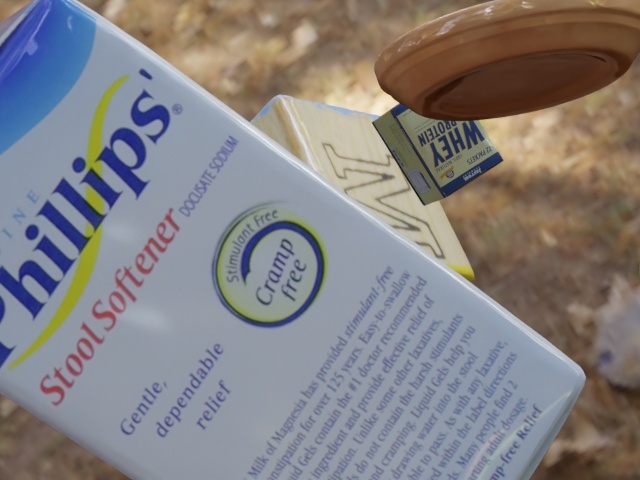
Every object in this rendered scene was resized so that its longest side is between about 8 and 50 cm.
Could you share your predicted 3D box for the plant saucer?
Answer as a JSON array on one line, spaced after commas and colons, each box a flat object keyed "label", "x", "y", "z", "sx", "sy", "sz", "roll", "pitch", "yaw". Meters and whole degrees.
[{"label": "plant saucer", "x": 0.139, "y": -0.125, "z": 1.273, "sx": 0.200, "sy": 0.200, "sz": 0.037, "roll": -15, "pitch": 78, "yaw": 24}]

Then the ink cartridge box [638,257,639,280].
[{"label": "ink cartridge box", "x": 0.382, "y": 0.028, "z": 1.402, "sx": 0.121, "sy": 0.211, "sz": 0.289, "roll": -26, "pitch": 50, "yaw": -16}]

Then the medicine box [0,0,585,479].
[{"label": "medicine box", "x": -0.069, "y": 0.031, "z": 0.847, "sx": 0.149, "sy": 0.289, "sz": 0.263, "roll": -57, "pitch": 15, "yaw": -7}]

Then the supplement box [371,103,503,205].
[{"label": "supplement box", "x": 0.092, "y": -0.079, "z": 1.431, "sx": 0.056, "sy": 0.083, "sz": 0.083, "roll": -33, "pitch": 2, "yaw": -10}]

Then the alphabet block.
[{"label": "alphabet block", "x": 0.000, "y": 0.000, "z": 1.773, "sx": 0.192, "sy": 0.193, "sz": 0.197, "roll": -44, "pitch": 58, "yaw": 33}]
